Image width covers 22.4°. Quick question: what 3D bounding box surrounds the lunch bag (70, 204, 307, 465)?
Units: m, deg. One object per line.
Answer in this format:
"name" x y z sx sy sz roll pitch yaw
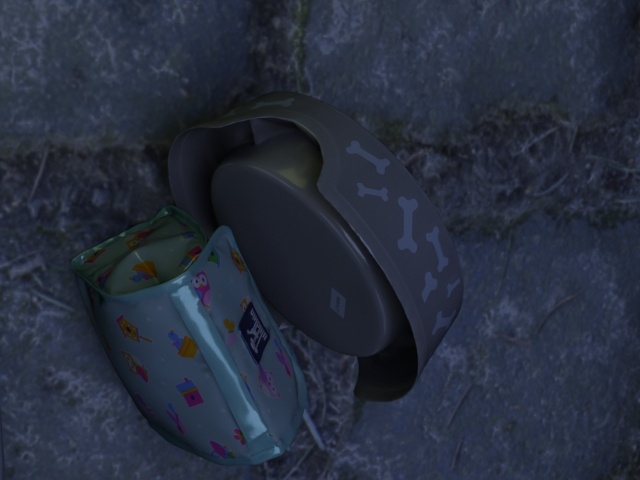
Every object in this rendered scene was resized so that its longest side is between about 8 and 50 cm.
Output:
"lunch bag" -0.127 0.100 1.639 0.160 0.262 0.223 -30 108 -15

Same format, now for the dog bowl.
"dog bowl" 0.000 0.000 1.644 0.102 0.349 0.349 -41 112 -25

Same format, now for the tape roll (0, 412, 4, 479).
"tape roll" -0.439 0.189 1.513 0.286 0.286 0.100 -6 101 -22
